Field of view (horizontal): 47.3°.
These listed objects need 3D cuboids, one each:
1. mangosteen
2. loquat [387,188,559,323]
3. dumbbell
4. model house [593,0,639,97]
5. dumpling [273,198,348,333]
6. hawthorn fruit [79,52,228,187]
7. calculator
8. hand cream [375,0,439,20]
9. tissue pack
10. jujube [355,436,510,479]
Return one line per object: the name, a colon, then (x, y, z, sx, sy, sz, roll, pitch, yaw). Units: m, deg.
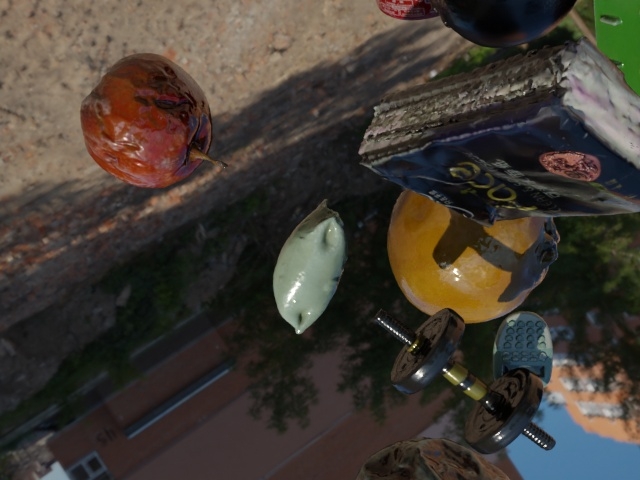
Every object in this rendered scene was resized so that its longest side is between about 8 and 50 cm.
mangosteen: (0.325, -0.471, 1.217, 0.314, 0.296, 0.297, -12, -178, 7)
loquat: (0.281, -0.002, 1.376, 0.329, 0.328, 0.328, -33, 179, -1)
dumbbell: (0.211, 0.204, 1.066, 0.143, 0.325, 0.143, -52, -176, 5)
model house: (0.694, -0.355, 1.262, 0.313, 0.242, 0.358, -22, -150, -15)
dumpling: (-0.011, 0.039, 1.169, 0.149, 0.105, 0.216, -25, 132, -72)
hawthorn fruit: (-0.282, -0.192, 1.306, 0.241, 0.272, 0.242, -55, 174, -9)
calculator: (0.318, 0.187, 1.151, 0.095, 0.152, 0.021, 1, -175, -3)
hand cream: (0.216, -0.593, 1.584, 0.230, 0.230, 0.149, -33, 137, -18)
tissue pack: (0.229, -0.100, 0.859, 0.332, 0.245, 0.123, -2, -118, 58)
jujube: (0.203, 0.480, 1.294, 0.215, 0.308, 0.246, -57, -167, 25)
